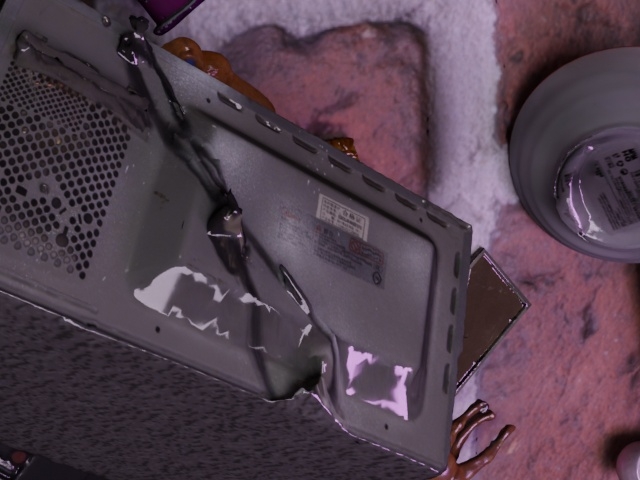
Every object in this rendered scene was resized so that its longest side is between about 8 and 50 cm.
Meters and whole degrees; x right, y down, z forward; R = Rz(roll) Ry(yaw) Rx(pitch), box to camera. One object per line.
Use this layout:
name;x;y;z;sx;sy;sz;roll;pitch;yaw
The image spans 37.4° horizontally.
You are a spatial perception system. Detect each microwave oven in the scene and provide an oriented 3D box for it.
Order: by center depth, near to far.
microwave oven;-0.134;0.044;0.787;0.432;0.374;0.236;27;55;-26

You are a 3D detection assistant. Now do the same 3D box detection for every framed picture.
framed picture;0.173;0.097;1.115;0.149;0.011;0.109;-48;118;-10

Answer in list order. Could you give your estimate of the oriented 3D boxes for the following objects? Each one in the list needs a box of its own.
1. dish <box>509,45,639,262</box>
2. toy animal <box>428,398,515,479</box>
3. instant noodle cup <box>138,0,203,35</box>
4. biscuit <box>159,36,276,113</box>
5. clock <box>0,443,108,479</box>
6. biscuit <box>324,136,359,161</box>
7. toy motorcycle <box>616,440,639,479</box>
dish;0.325;-0.069;1.003;0.260;0.085;0.260;10;124;15
toy animal;0.158;0.312;1.167;0.224;0.066;0.230;40;82;-29
instant noodle cup;-0.111;-0.319;0.761;0.251;0.251;0.190;-45;108;0
biscuit;-0.150;-0.125;0.862;0.280;0.183;0.043;10;65;-44
clock;-0.324;0.197;0.964;0.279;0.049;0.273;37;94;-27
biscuit;-0.011;-0.005;1.016;0.126;0.025;0.206;-8;111;-17
toy motorcycle;0.512;0.279;1.279;0.254;0.112;0.112;-4;110;-19
